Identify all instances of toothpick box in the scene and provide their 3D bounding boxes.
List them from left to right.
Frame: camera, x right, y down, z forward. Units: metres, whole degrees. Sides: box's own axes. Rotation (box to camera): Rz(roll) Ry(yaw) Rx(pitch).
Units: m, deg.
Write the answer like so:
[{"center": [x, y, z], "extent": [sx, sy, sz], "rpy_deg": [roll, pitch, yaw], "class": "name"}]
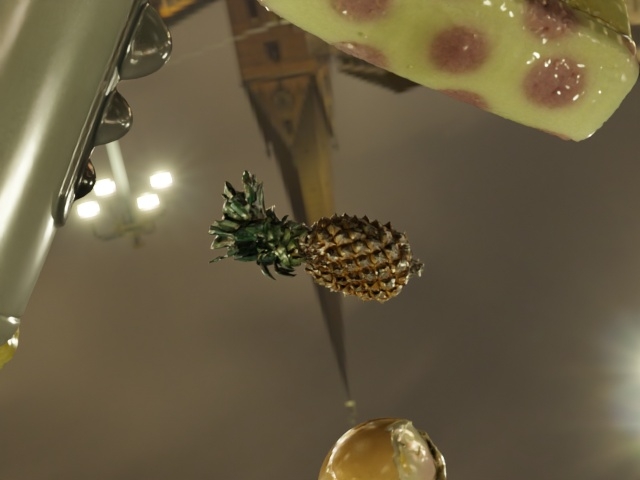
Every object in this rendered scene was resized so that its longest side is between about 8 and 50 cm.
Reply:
[{"center": [-0.207, -0.111, 0.658], "extent": [0.229, 0.316, 0.229], "rpy_deg": [21, 173, 3], "class": "toothpick box"}]

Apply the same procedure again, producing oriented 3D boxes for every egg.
[{"center": [0.038, 0.166, 0.806], "extent": [0.096, 0.080, 0.080], "rpy_deg": [-30, -171, 34], "class": "egg"}]

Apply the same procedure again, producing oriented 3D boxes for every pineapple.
[{"center": [0.000, 0.000, 1.175], "extent": [0.221, 0.103, 0.083], "rpy_deg": [15, 172, -7], "class": "pineapple"}]

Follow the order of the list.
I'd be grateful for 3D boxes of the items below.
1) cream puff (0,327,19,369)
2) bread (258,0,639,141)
[{"center": [-0.611, 0.080, 1.750], "extent": [0.291, 0.257, 0.324], "rpy_deg": [-11, 158, -3], "class": "cream puff"}, {"center": [0.115, -0.228, 1.085], "extent": [0.338, 0.155, 0.187], "rpy_deg": [21, -136, -18], "class": "bread"}]
